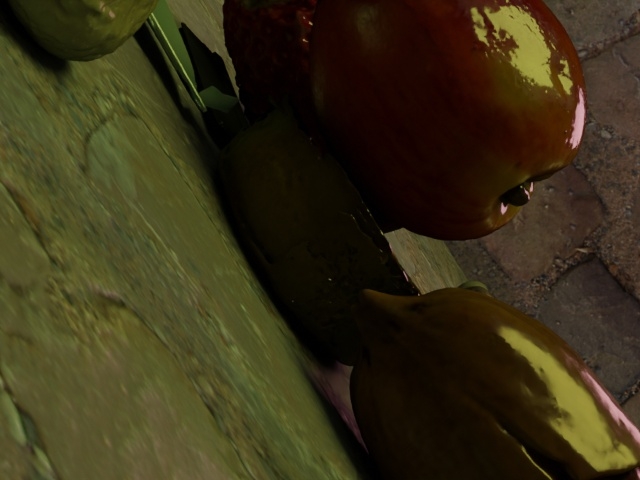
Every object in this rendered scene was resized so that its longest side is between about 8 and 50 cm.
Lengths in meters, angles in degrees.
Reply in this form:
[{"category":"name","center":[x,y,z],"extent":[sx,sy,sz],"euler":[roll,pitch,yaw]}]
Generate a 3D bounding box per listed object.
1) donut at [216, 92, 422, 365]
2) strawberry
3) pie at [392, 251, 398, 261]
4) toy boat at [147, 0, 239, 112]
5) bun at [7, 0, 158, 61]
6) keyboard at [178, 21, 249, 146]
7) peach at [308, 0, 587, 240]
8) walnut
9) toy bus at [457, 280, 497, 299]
[{"category":"donut","center":[0.000,0.000,1.383],"extent":[0.272,0.107,0.272],"euler":[58,2,-3]},{"category":"strawberry","center":[0.053,-0.158,1.683],"extent":[0.292,0.292,0.310],"euler":[9,65,-80]},{"category":"pie","center":[0.068,0.031,1.874],"extent":[0.182,0.049,0.182],"euler":[57,9,-14]},{"category":"toy boat","center":[-0.170,-0.250,1.418],"extent":[0.291,0.070,0.210],"euler":[65,12,27]},{"category":"bun","center":[-0.174,-0.233,1.047],"extent":[0.220,0.134,0.220],"euler":[58,10,-17]},{"category":"keyboard","center":[-0.107,-0.147,1.579],"extent":[0.072,0.023,0.231],"euler":[44,13,-34]},{"category":"peach","center":[0.108,-0.141,1.414],"extent":[0.281,0.238,0.281],"euler":[46,15,-16]},{"category":"walnut","center":[0.141,0.163,1.255],"extent":[0.336,0.209,0.209],"euler":[48,10,-14]},{"category":"toy bus","center":[0.173,0.163,1.660],"extent":[0.202,0.142,0.142],"euler":[54,8,-12]}]
